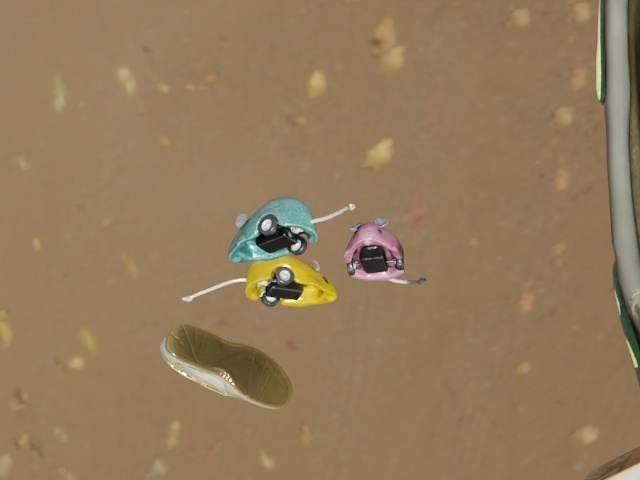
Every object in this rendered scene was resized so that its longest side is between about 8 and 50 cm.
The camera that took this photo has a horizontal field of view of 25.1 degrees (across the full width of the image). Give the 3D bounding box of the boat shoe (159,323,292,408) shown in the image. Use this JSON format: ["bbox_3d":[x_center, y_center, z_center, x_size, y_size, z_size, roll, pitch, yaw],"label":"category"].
[{"bbox_3d":[-0.090,0.120,1.356,0.135,0.050,0.045,31,154,-17],"label":"boat shoe"}]

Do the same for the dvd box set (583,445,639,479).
[{"bbox_3d":[0.503,0.303,1.511,0.307,0.062,0.420,49,138,2],"label":"dvd box set"}]

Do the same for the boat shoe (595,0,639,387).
[{"bbox_3d":[0.136,0.025,0.412,0.109,0.091,0.305,-21,62,43],"label":"boat shoe"}]

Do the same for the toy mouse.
[{"bbox_3d":[0.000,0.000,0.930,0.143,0.161,0.031,114,157,-58],"label":"toy mouse"}]
